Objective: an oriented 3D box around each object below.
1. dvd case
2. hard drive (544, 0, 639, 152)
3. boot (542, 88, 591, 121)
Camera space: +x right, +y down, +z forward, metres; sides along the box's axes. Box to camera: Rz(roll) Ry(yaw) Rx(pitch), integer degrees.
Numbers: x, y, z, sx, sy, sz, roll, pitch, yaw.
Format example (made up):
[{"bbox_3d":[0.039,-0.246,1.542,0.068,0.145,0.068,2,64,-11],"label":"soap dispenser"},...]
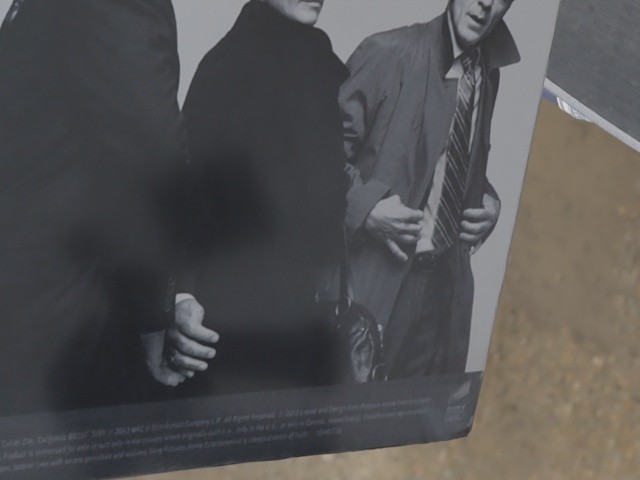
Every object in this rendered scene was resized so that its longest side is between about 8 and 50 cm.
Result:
[{"bbox_3d":[-0.027,-0.068,0.353,0.029,0.179,0.239,33,119,52],"label":"dvd case"},{"bbox_3d":[0.192,-0.093,0.822,0.254,0.054,0.172,32,127,21],"label":"hard drive"},{"bbox_3d":[0.151,-0.156,0.974,0.086,0.190,0.069,31,172,32],"label":"boot"}]
